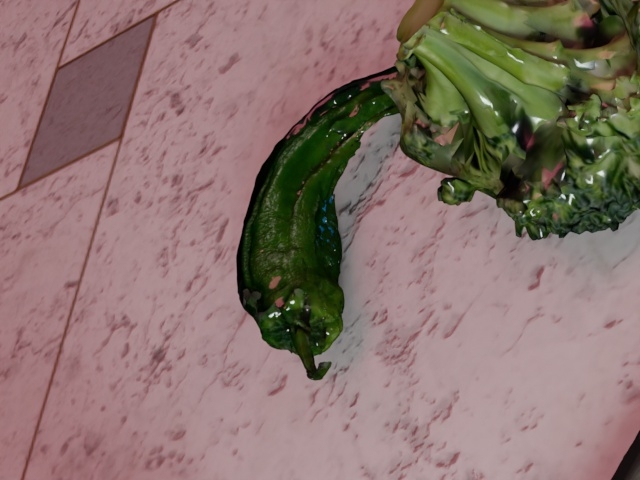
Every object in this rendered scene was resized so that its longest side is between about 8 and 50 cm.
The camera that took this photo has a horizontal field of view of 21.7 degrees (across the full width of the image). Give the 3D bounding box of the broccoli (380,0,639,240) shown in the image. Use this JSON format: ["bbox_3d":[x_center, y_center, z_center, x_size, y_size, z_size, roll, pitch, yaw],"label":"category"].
[{"bbox_3d":[0.129,-0.100,0.931,0.226,0.176,0.198,-73,-1,-73],"label":"broccoli"}]

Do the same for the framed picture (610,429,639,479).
[{"bbox_3d":[0.250,0.129,0.690,0.347,0.016,0.265,12,64,55],"label":"framed picture"}]

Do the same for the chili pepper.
[{"bbox_3d":[0.000,0.000,1.098,0.122,0.065,0.278,-28,36,39],"label":"chili pepper"}]
